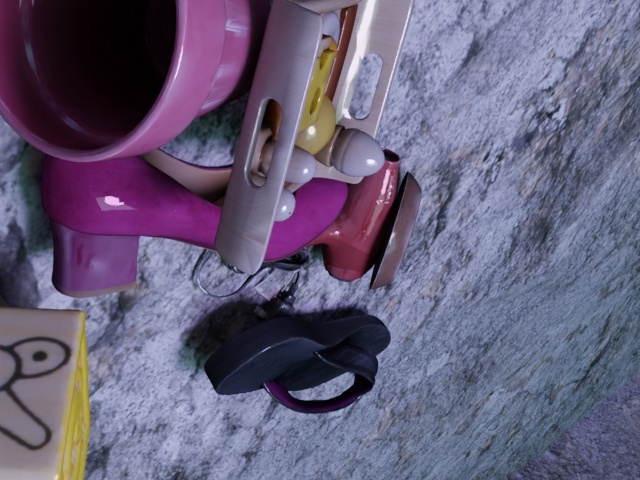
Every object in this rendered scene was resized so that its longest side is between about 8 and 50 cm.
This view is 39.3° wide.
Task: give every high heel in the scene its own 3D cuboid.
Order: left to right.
[{"bbox_3d":[-0.100,-0.067,0.916,0.377,0.127,0.181,-22,134,-42],"label":"high heel"}]

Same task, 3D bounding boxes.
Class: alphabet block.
[{"bbox_3d":[-0.317,0.184,0.803,0.197,0.192,0.193,4,134,-8],"label":"alphabet block"}]

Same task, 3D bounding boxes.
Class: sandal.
[{"bbox_3d":[-0.010,0.193,1.286,0.167,0.107,0.446,-40,160,18],"label":"sandal"}]

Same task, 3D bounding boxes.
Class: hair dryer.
[{"bbox_3d":[0.000,0.000,1.144,0.293,0.080,0.223,-45,150,-2],"label":"hair dryer"}]

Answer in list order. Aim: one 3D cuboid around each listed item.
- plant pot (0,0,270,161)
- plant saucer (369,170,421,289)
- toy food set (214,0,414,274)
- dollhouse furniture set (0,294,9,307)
[{"bbox_3d":[-0.135,-0.167,0.702,0.201,0.201,0.180,-60,161,22],"label":"plant pot"},{"bbox_3d":[0.104,-0.010,1.212,0.168,0.029,0.168,18,90,-89],"label":"plant saucer"},{"bbox_3d":[0.011,-0.117,0.827,0.306,0.092,0.219,-46,154,-64],"label":"toy food set"},{"bbox_3d":[-0.339,0.093,0.902,0.076,0.058,0.151,-31,127,-11],"label":"dollhouse furniture set"}]
